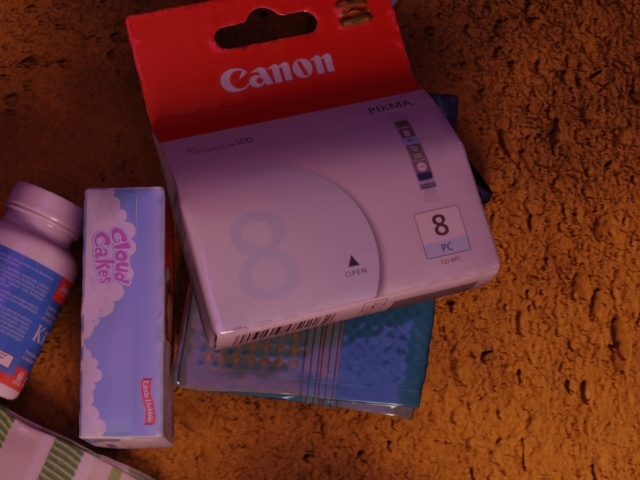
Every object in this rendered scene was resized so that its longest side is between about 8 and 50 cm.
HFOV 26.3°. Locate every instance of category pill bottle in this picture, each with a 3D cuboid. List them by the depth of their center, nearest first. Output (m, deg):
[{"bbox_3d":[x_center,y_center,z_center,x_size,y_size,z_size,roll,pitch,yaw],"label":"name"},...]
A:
[{"bbox_3d":[-0.340,0.052,1.500,0.124,0.124,0.221,24,79,5],"label":"pill bottle"}]

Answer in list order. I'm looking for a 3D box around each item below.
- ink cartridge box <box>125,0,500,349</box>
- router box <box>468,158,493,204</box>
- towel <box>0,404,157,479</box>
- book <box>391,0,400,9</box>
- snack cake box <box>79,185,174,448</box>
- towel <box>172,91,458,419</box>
[{"bbox_3d":[-0.014,-0.105,1.446,0.308,0.091,0.385,-13,78,-13],"label":"ink cartridge box"},{"bbox_3d":[0.086,-0.054,1.565,0.179,0.046,0.133,-33,80,-7],"label":"router box"},{"bbox_3d":[-0.330,0.297,1.411,0.325,0.038,0.248,30,57,-11],"label":"towel"},{"bbox_3d":[0.045,-0.340,1.638,0.144,0.035,0.096,36,76,7],"label":"book"},{"bbox_3d":[-0.205,0.087,1.478,0.089,0.152,0.264,-1,77,-1],"label":"snack cake box"},{"bbox_3d":[0.000,0.000,1.514,0.271,0.040,0.370,8,77,2],"label":"towel"}]
